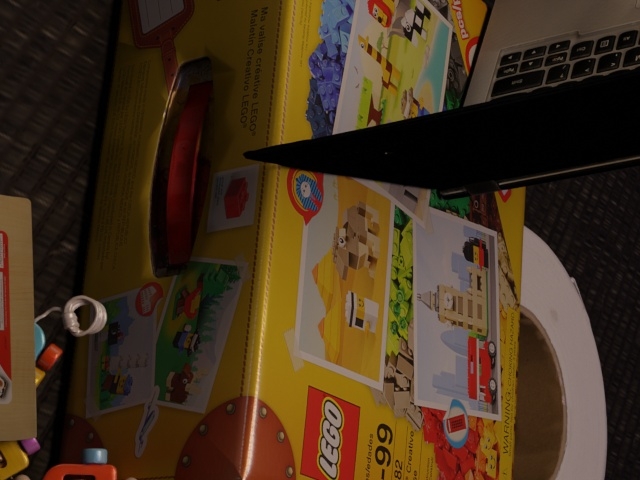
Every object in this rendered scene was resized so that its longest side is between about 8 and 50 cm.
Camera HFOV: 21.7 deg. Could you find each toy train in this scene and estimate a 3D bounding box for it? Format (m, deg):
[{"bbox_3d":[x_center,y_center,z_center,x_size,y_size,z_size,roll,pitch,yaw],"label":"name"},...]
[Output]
[{"bbox_3d":[-0.196,0.126,1.192,0.125,0.046,0.166,-3,81,-11],"label":"toy train"}]

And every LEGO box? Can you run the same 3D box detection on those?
[{"bbox_3d":[0.000,0.000,1.403,0.372,0.193,0.500,28,60,-49],"label":"LEGO box"}]

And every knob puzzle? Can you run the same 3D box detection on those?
[{"bbox_3d":[-0.272,0.049,1.105,0.213,0.030,0.213,14,72,-49],"label":"knob puzzle"}]

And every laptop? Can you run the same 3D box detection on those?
[{"bbox_3d":[0.210,-0.171,1.237,0.236,0.382,0.408,49,46,-37],"label":"laptop"}]

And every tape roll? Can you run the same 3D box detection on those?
[{"bbox_3d":[0.177,0.168,1.717,0.392,0.072,0.392,19,67,-51],"label":"tape roll"}]
